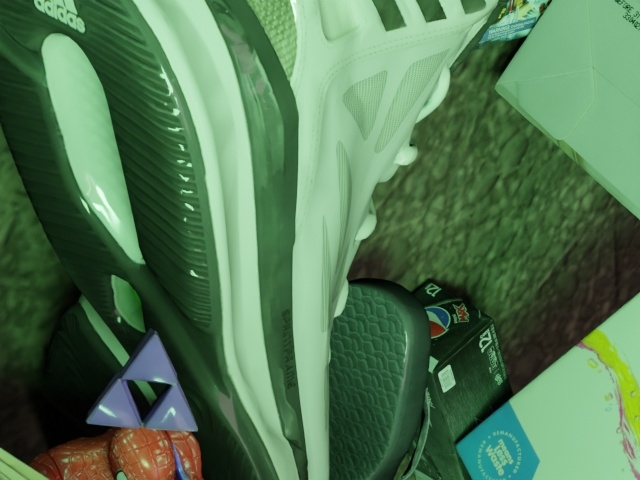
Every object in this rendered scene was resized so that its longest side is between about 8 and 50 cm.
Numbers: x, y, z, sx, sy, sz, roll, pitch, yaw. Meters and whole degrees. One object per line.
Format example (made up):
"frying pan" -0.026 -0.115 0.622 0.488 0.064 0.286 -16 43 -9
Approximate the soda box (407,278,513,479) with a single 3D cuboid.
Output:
"soda box" 0.082 0.106 1.177 0.053 0.060 0.169 -39 137 -22

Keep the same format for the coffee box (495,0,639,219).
"coffee box" 0.236 -0.074 1.121 0.246 0.141 0.098 4 126 -51

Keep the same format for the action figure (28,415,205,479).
"action figure" -0.091 0.174 0.889 0.091 0.139 0.280 -19 157 -25

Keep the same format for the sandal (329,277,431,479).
"sandal" 0.018 0.117 1.101 0.054 0.097 0.254 -20 139 -34

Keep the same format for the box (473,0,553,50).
"box" 0.130 -0.164 1.069 0.137 0.027 0.094 -19 128 -36

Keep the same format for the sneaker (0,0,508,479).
"sneaker" 0.001 0.000 0.942 0.257 0.169 0.447 -38 144 -31

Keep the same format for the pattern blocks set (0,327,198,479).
"pattern blocks set" -0.192 0.133 0.729 0.325 0.026 0.285 -41 100 -9

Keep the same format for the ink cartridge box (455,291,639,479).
"ink cartridge box" 0.202 0.104 1.079 0.231 0.134 0.078 -44 145 24
